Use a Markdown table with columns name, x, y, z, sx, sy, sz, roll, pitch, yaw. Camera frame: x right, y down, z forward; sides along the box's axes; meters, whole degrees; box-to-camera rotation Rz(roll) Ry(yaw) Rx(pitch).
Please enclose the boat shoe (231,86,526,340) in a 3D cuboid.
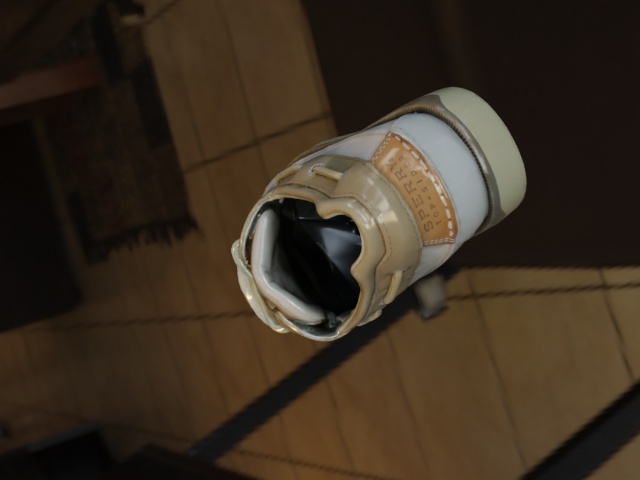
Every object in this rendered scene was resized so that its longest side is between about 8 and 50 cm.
| name | x | y | z | sx | sy | sz | roll | pitch | yaw |
| --- | --- | --- | --- | --- | --- | --- | --- | --- | --- |
| boat shoe | 0.000 | 0.000 | 0.823 | 0.113 | 0.103 | 0.302 | 56 | 153 | 4 |
